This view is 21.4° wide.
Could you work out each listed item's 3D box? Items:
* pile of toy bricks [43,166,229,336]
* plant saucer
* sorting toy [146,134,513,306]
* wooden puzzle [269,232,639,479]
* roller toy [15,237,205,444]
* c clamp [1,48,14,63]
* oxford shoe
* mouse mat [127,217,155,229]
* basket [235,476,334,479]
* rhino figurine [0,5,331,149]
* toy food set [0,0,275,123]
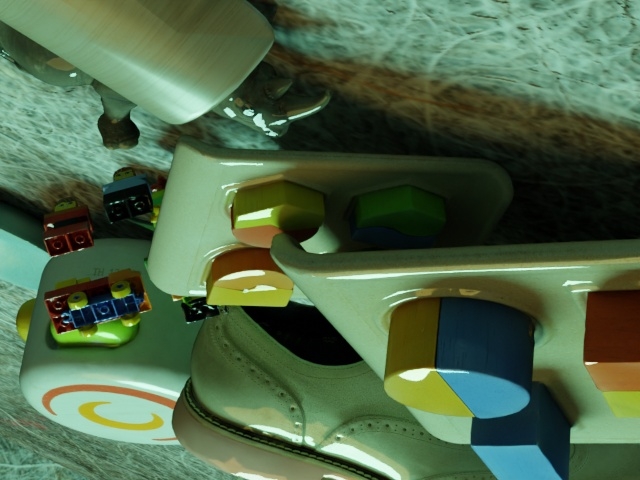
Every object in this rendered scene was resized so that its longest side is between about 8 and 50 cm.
[{"bbox_3d":[-0.097,-0.014,1.206,0.212,0.105,0.118,-14,122,0],"label":"pile of toy bricks"},{"bbox_3d":[-0.298,-0.004,1.584,0.195,0.037,0.195,19,162,6],"label":"plant saucer"},{"bbox_3d":[0.000,0.000,1.092,0.208,0.038,0.193,6,152,-10],"label":"sorting toy"},{"bbox_3d":[0.172,0.092,1.078,0.348,0.080,0.322,2,157,23],"label":"wooden puzzle"},{"bbox_3d":[-0.159,0.086,1.489,0.191,0.146,0.209,18,154,-21],"label":"roller toy"},{"bbox_3d":[-0.186,-0.136,1.091,0.137,0.022,0.160,10,162,47],"label":"c clamp"},{"bbox_3d":[0.090,0.130,1.330,0.397,0.146,0.140,10,-154,-9],"label":"oxford shoe"},{"bbox_3d":[-0.046,0.013,1.332,0.189,0.007,0.152,14,175,25],"label":"mouse mat"},{"bbox_3d":[0.071,0.253,1.559,0.289,0.255,0.201,32,161,3],"label":"basket"},{"bbox_3d":[-0.109,-0.108,0.976,0.243,0.073,0.106,15,139,16],"label":"rhino figurine"},{"bbox_3d":[-0.151,-0.171,0.669,0.219,0.092,0.306,31,-172,-29],"label":"toy food set"}]
